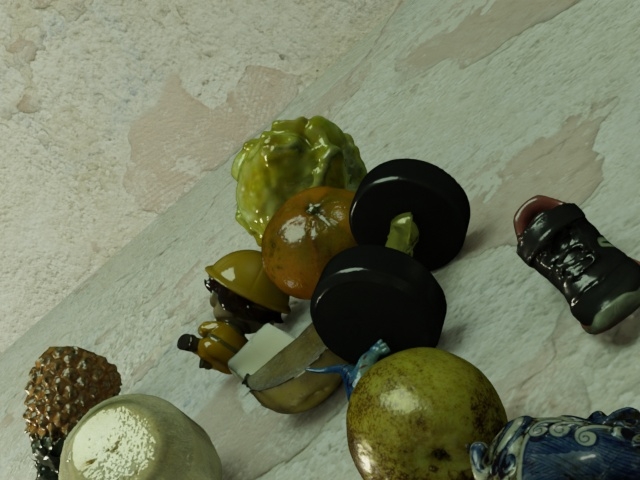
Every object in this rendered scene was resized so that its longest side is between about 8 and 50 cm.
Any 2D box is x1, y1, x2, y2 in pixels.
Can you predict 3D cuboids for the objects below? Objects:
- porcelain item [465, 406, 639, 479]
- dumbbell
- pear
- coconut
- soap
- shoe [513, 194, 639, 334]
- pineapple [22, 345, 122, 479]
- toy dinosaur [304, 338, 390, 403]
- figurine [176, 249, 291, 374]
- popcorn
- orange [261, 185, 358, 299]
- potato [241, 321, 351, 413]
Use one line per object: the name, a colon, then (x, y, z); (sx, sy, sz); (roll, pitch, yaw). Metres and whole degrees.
porcelain item: (0.239, 0.278, 0.919); (0.186, 0.138, 0.288); (-16, 24, 21)
dumbbell: (0.119, 0.032, 1.536); (0.203, 0.204, 0.322); (-29, 23, 35)
pear: (0.131, 0.225, 1.129); (0.197, 0.197, 0.197); (-38, 20, 16)
coconut: (-0.287, 0.381, 1.560); (0.237, 0.266, 0.238); (-9, 57, 14)
soap: (-0.093, 0.224, 1.764); (0.121, 0.064, 0.183); (-46, 20, -11)
shoe: (0.330, 0.015, 1.248); (0.114, 0.137, 0.291); (-41, 20, 8)
pineapple: (-0.564, 0.426, 2.108); (0.222, 0.223, 0.357); (-29, 42, 36)
toy dinosaur: (0.099, 0.218, 1.369); (0.144, 0.076, 0.329); (-40, 35, -6)
figurine: (-0.159, 0.140, 1.906); (0.167, 0.192, 0.257); (-15, 49, 50)
popcorn: (-0.041, -0.121, 2.083); (0.312, 0.312, 0.312); (-38, 20, 16)
orange: (0.000, 0.000, 1.828); (0.240, 0.171, 0.240); (-10, 49, 11)
potato: (0.001, 0.199, 1.577); (0.243, 0.098, 0.138); (-42, 20, -8)
